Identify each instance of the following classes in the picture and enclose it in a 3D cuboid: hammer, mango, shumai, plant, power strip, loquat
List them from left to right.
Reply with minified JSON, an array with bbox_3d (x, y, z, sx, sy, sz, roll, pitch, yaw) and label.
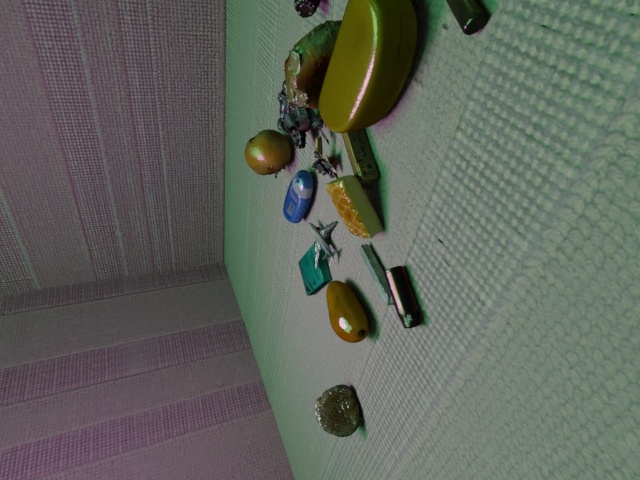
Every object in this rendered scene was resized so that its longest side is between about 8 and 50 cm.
[{"bbox_3d":[-0.221,-0.385,1.812,0.213,0.213,0.213,172,90,-68],"label":"loquat"},{"bbox_3d":[-0.040,-0.797,1.329,0.094,0.092,0.143,-10,64,32],"label":"plant"},{"bbox_3d":[0.066,0.646,1.549,0.142,0.184,0.184,74,178,-68],"label":"shumai"},{"bbox_3d":[0.081,0.239,1.386,0.253,0.113,0.138,-118,30,-43],"label":"mango"},{"bbox_3d":[0.107,-0.283,1.207,0.044,0.064,0.305,129,129,-65],"label":"power strip"},{"bbox_3d":[0.227,-0.593,0.841,0.168,0.044,0.440,123,134,-57],"label":"hammer"}]

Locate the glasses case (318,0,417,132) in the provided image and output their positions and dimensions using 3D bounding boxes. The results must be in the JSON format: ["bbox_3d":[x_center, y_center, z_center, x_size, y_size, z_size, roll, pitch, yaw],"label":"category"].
[{"bbox_3d":[0.120,-0.417,1.016,0.173,0.141,0.371,60,153,21],"label":"glasses case"}]

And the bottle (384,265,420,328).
[{"bbox_3d":[0.220,0.152,1.097,0.060,0.060,0.164,130,127,-61],"label":"bottle"}]

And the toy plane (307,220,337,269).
[{"bbox_3d":[0.004,0.001,1.551,0.226,0.058,0.226,-115,39,-48],"label":"toy plane"}]

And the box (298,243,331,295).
[{"bbox_3d":[-0.028,0.123,1.700,0.226,0.042,0.161,130,129,-61],"label":"box"}]

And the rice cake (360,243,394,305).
[{"bbox_3d":[0.171,0.097,1.225,0.043,0.034,0.211,97,154,-52],"label":"rice cake"}]

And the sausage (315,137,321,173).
[{"bbox_3d":[-0.008,-0.313,1.524,0.024,0.024,0.132,-153,59,-63],"label":"sausage"}]

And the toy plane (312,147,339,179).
[{"bbox_3d":[0.001,-0.264,1.446,0.135,0.062,0.188,55,157,-21],"label":"toy plane"}]

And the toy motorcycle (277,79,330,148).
[{"bbox_3d":[-0.082,-0.453,1.513,0.207,0.134,0.401,97,158,-47],"label":"toy motorcycle"}]

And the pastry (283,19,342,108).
[{"bbox_3d":[0.016,-0.477,1.154,0.121,0.236,0.257,59,162,21],"label":"pastry"}]

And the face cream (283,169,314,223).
[{"bbox_3d":[-0.089,-0.186,1.684,0.264,0.083,0.149,118,137,-55],"label":"face cream"}]

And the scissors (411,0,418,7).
[{"bbox_3d":[0.185,-0.535,0.984,0.204,0.027,0.101,150,107,-68],"label":"scissors"}]

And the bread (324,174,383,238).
[{"bbox_3d":[0.095,-0.100,1.209,0.188,0.068,0.125,60,163,-15],"label":"bread"}]
